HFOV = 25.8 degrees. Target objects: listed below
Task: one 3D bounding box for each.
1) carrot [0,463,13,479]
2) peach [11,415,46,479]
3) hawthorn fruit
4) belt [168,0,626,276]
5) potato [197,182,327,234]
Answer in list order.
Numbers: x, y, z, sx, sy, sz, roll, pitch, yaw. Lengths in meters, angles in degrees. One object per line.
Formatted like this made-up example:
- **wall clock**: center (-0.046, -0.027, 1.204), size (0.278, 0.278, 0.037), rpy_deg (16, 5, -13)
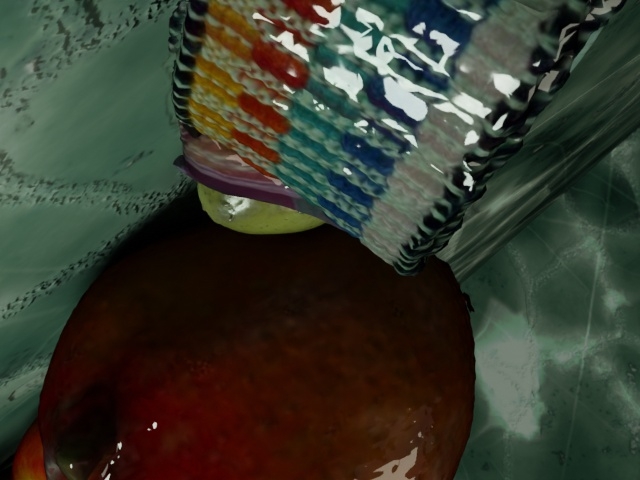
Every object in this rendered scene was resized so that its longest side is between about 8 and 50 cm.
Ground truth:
- **carrot**: center (-0.287, 0.232, 1.325), size (0.139, 0.048, 0.048), rpy_deg (-28, 170, -2)
- **peach**: center (-0.151, 0.196, 1.229), size (0.226, 0.190, 0.196), rpy_deg (-23, 150, -38)
- **hawthorn fruit**: center (-0.045, 0.108, 0.980), size (0.311, 0.295, 0.295), rpy_deg (-22, 167, -14)
- **belt**: center (0.036, -0.114, 0.565), size (0.207, 0.160, 0.295), rpy_deg (-54, 177, -17)
- **potato**: center (0.007, -0.074, 0.864), size (0.188, 0.085, 0.105), rpy_deg (-44, 148, 15)
